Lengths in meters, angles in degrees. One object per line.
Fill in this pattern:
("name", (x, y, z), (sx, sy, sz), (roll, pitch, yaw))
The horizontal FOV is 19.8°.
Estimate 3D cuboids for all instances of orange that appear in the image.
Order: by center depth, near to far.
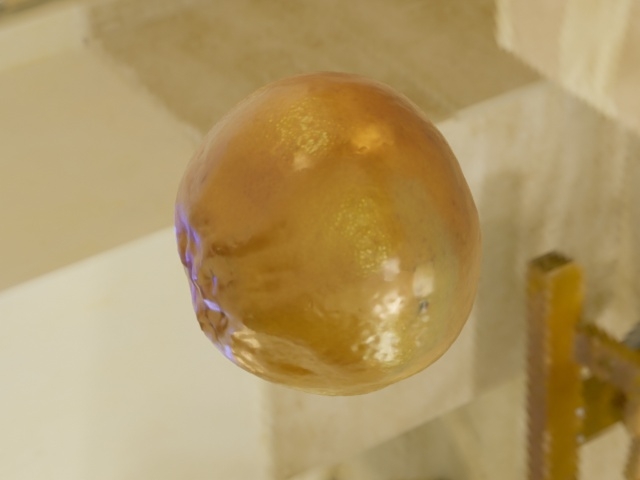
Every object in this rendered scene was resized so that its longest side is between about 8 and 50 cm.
("orange", (0.000, 0.000, 0.870), (0.159, 0.136, 0.159), (50, 152, 41))
